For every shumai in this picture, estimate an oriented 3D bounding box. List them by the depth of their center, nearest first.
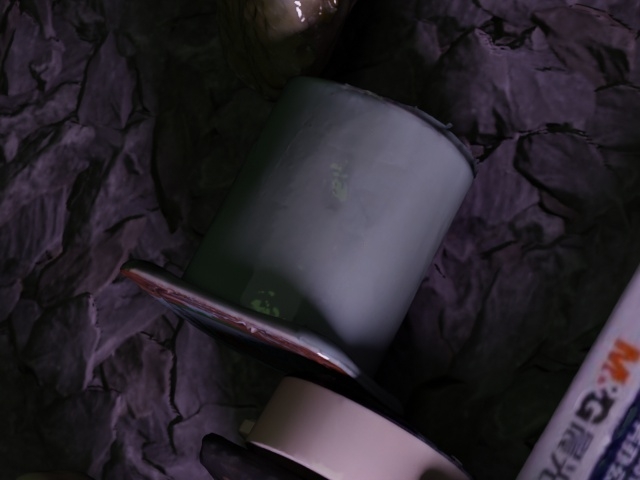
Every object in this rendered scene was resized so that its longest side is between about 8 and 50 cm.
[{"bbox_3d":[-0.014,-0.209,1.326,0.120,0.201,0.201,-14,63,-19],"label":"shumai"}]

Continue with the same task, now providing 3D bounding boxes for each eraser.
[{"bbox_3d":[0.232,0.103,1.115,0.130,0.086,0.287,30,92,33],"label":"eraser"}]

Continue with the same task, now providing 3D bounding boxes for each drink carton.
[{"bbox_3d":[0.000,0.000,1.227,0.185,0.191,0.189,16,75,31],"label":"drink carton"}]

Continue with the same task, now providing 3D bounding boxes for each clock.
[{"bbox_3d":[0.030,0.148,1.169,0.229,0.156,0.063,17,71,51],"label":"clock"}]

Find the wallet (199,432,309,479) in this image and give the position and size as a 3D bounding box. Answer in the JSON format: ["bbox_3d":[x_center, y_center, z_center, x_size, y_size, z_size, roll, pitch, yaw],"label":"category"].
[{"bbox_3d":[0.064,0.229,1.134,0.321,0.170,0.044,25,66,32],"label":"wallet"}]

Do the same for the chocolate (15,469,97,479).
[{"bbox_3d":[-0.205,0.314,1.174,0.326,0.314,0.297,36,92,33],"label":"chocolate"}]
